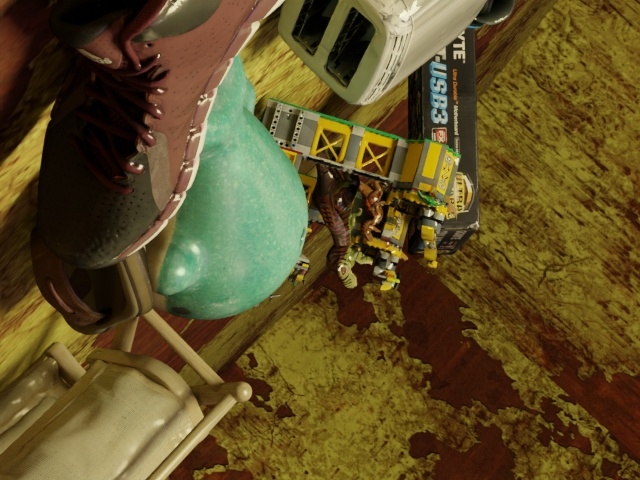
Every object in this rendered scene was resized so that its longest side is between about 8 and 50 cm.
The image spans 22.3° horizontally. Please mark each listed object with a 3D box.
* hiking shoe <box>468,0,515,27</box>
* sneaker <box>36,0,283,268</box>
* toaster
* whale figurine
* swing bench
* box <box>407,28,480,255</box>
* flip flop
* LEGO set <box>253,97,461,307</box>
[{"bbox_3d":[0.127,-0.250,1.594,0.113,0.132,0.304,-49,175,10],"label":"hiking shoe"},{"bbox_3d":[-0.124,-0.096,0.940,0.281,0.106,0.162,-61,165,21],"label":"sneaker"},{"bbox_3d":[0.058,-0.212,1.343,0.146,0.129,0.227,-43,175,-24],"label":"toaster"},{"bbox_3d":[-0.076,-0.045,1.290,0.272,0.141,0.216,102,4,-57],"label":"whale figurine"},{"bbox_3d":[-0.239,0.196,1.499,0.253,0.165,0.254,-45,-176,-34],"label":"swing bench"},{"bbox_3d":[0.143,-0.140,1.943,0.295,0.073,0.293,86,2,-83],"label":"box"},{"bbox_3d":[-0.186,0.016,1.244,0.080,0.112,0.277,-9,170,-21],"label":"flip flop"},{"bbox_3d":[0.000,0.000,1.701,0.331,0.255,0.192,151,-44,-71],"label":"LEGO set"}]
